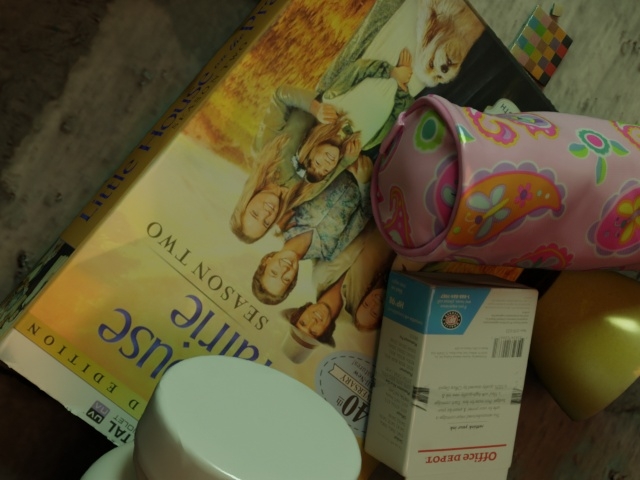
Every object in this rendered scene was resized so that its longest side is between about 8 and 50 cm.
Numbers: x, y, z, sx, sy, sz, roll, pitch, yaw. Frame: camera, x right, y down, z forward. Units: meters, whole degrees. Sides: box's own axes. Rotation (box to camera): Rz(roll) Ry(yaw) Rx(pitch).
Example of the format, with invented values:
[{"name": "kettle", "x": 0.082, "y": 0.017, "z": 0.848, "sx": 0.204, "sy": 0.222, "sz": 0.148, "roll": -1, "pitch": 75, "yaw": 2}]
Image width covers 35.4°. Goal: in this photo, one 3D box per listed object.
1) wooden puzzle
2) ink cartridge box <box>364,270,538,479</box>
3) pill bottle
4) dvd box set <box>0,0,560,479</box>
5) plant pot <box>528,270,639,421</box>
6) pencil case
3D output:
[{"name": "wooden puzzle", "x": 0.188, "y": -0.166, "z": 0.862, "sx": 0.049, "sy": 0.006, "sz": 0.083, "roll": 36, "pitch": 82, "yaw": -27}, {"name": "ink cartridge box", "x": 0.096, "y": 0.117, "z": 0.765, "sx": 0.104, "sy": 0.060, "sz": 0.180, "roll": 4, "pitch": 99, "yaw": -31}, {"name": "pill bottle", "x": -0.095, "y": 0.239, "z": 0.638, "sx": 0.176, "sy": 0.176, "sz": 0.319, "roll": 14, "pitch": 113, "yaw": -28}, {"name": "dvd box set", "x": 0.000, "y": 0.000, "z": 0.764, "sx": 0.307, "sy": 0.062, "sz": 0.420, "roll": 45, "pitch": 78, "yaw": -26}, {"name": "plant pot", "x": 0.224, "y": 0.073, "z": 0.864, "sx": 0.095, "sy": 0.134, "sz": 0.134, "roll": 41, "pitch": 78, "yaw": 3}, {"name": "pencil case", "x": 0.179, "y": -0.039, "z": 0.753, "sx": 0.284, "sy": 0.124, "sz": 0.124, "roll": 1, "pitch": 98, "yaw": -29}]
